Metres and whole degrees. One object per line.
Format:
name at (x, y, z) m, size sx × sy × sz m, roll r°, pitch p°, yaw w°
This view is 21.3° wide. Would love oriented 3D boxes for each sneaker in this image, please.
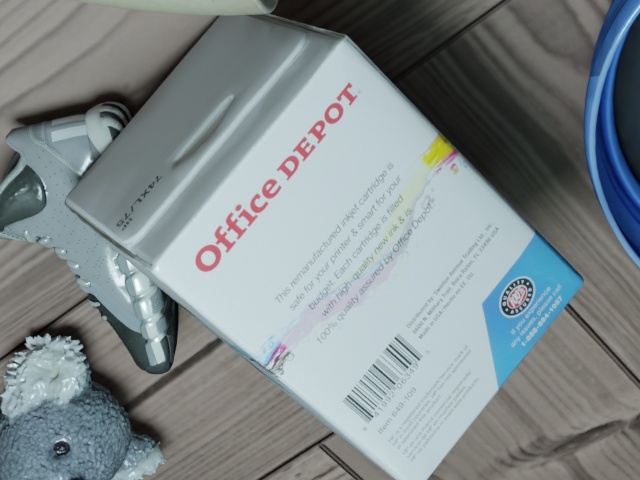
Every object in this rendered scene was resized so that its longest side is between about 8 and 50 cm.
sneaker at (-0.189, 0.005, 1.310) m, size 0.132 × 0.086 × 0.228 m, roll -7°, pitch 116°, yaw 6°

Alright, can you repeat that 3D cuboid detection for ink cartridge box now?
ink cartridge box at (0.000, 0.000, 1.206) m, size 0.270 × 0.197 × 0.198 m, roll 43°, pitch 83°, yaw -29°

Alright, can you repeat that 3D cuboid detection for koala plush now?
koala plush at (-0.250, 0.190, 1.395) m, size 0.221 × 0.203 × 0.196 m, roll -39°, pitch 122°, yaw -4°

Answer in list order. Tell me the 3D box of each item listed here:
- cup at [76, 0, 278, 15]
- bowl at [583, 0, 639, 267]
cup at (-0.165, -0.278, 0.963) m, size 0.237 × 0.331 × 0.331 m, roll -7°, pitch 126°, yaw 7°
bowl at (0.386, -0.113, 1.273) m, size 0.391 × 0.077 × 0.391 m, roll -2°, pitch 125°, yaw -3°
